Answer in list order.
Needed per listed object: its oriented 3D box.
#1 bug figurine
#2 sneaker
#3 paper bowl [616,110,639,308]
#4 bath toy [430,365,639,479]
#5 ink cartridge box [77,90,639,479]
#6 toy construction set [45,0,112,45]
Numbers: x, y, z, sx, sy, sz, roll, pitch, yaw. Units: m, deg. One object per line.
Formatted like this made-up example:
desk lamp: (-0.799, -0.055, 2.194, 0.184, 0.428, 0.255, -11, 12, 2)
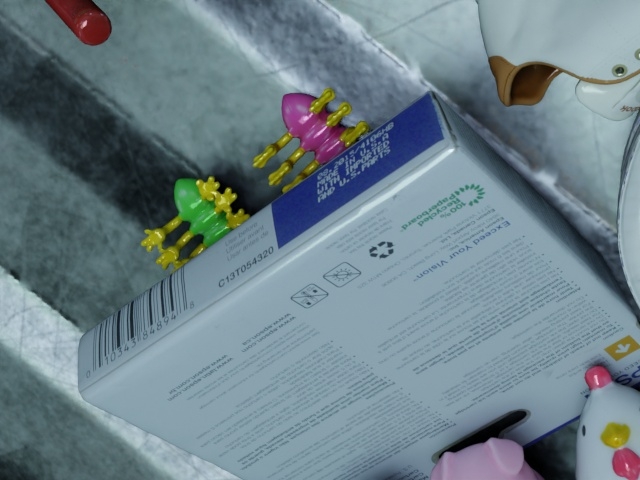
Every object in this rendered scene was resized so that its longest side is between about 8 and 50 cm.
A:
bug figurine: (0.000, 0.000, 0.846, 0.279, 0.072, 0.216, -36, 102, 23)
sneaker: (0.221, -0.141, 0.647, 0.290, 0.106, 0.123, -6, 90, 52)
paper bowl: (0.336, -0.014, 0.686, 0.284, 0.148, 0.284, 6, 112, 15)
bath toy: (0.116, 0.203, 0.815, 0.348, 0.151, 0.129, -24, 93, 14)
ink cartridge box: (0.050, 0.081, 0.803, 0.324, 0.071, 0.330, -34, 134, 21)
toy construction set: (-0.137, -0.311, 0.710, 0.309, 0.257, 0.237, -59, 41, 12)
